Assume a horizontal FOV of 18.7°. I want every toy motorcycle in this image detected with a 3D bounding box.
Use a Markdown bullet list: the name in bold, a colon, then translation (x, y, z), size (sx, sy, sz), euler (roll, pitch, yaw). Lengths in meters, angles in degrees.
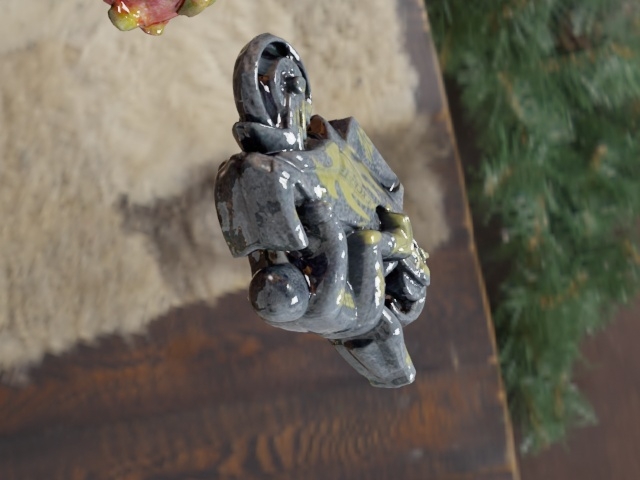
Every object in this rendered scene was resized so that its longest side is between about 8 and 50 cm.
- **toy motorcycle**: translation (0.000, 0.000, 0.937), size (0.061, 0.124, 0.193), euler (-7, 135, 30)

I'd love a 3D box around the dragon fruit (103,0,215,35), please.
- **dragon fruit**: translation (-0.126, -0.270, 1.559), size (0.150, 0.133, 0.207), euler (25, 107, 23)
